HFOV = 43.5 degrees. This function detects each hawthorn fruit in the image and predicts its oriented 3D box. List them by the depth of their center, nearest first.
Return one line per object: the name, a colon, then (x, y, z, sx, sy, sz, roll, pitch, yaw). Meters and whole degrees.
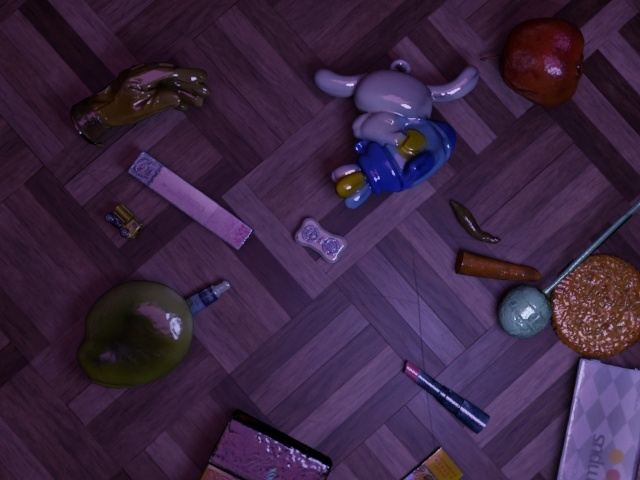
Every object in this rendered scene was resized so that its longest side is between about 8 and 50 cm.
hawthorn fruit: (0.493, -0.428, 1.885, 0.243, 0.207, 0.207, 12, 87, 25)

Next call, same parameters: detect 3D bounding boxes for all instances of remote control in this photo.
remote control: (0.000, 0.000, 1.916, 0.122, 0.032, 0.074, 31, 87, 1)

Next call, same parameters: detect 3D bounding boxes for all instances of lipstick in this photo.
lipstick: (-0.303, -0.092, 1.894, 0.317, 0.068, 0.066, 35, 86, 0)
lipstick: (0.294, 0.364, 1.900, 0.234, 0.053, 0.053, 38, 87, 2)

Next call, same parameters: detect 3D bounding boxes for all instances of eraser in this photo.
eraser: (0.666, 0.486, 1.887, 0.213, 0.082, 0.396, 12, 87, -1)

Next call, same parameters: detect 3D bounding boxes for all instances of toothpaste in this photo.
toothpaste: (-0.307, 0.156, 1.900, 0.216, 0.037, 0.061, -30, 87, 3)

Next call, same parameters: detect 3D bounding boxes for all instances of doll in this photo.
doll: (0.177, -0.247, 1.874, 0.376, 0.187, 0.365, -2, 78, 21)

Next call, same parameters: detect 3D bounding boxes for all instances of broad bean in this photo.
broad bean: (-0.430, 0.217, 1.841, 0.291, 0.119, 0.238, -33, 88, 5)

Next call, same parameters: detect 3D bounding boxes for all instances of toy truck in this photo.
toy truck: (-0.461, -0.041, 1.897, 0.083, 0.049, 0.054, 45, 86, 2)

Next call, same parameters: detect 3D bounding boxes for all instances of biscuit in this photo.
biscuit: (0.675, 0.157, 1.927, 0.254, 0.035, 0.253, 0, 87, -2)

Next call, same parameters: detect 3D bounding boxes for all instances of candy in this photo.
candy: (0.589, 0.059, 1.864, 0.119, 0.119, 0.440, 45, 95, 1)

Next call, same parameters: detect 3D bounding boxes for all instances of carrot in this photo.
carrot: (0.429, 0.069, 1.916, 0.210, 0.061, 0.061, 11, 87, -7)

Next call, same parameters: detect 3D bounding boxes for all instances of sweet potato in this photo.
sweet potato: (0.365, -0.037, 1.927, 0.153, 0.038, 0.041, 42, 110, -1)

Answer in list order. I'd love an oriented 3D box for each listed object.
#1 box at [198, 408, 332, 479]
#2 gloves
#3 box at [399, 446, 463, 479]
box: (-0.178, 0.629, 1.842, 0.265, 0.116, 0.415, 28, 88, 1)
gloves: (-0.419, -0.336, 1.863, 0.331, 0.154, 0.141, -23, 90, 5)
box: (0.253, 0.572, 1.903, 0.155, 0.023, 0.087, -40, 92, -3)
